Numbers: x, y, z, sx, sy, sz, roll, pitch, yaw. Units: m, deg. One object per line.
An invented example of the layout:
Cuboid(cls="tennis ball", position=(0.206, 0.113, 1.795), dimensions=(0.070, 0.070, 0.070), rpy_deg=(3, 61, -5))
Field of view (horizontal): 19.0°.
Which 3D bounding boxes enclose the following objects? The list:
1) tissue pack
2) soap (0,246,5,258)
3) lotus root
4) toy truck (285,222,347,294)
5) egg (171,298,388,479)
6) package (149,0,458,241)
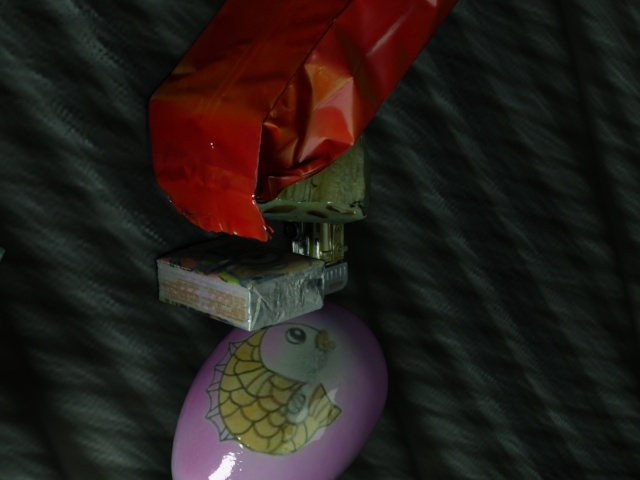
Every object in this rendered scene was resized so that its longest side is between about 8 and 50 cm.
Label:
Cuboid(cls="tissue pack", position=(-0.083, 0.041, 1.982), dimensions=(0.108, 0.148, 0.060), rpy_deg=(-16, 112, -42))
Cuboid(cls="soap", position=(-0.421, -0.005, 1.602), dimensions=(0.289, 0.172, 0.095), rpy_deg=(28, 80, -46))
Cuboid(cls="lotus root", position=(-0.006, -0.084, 2.058), dimensions=(0.070, 0.143, 0.144), rpy_deg=(70, 33, -65))
Cuboid(cls="toy truck", position=(0.000, 0.000, 2.119), dimensions=(0.052, 0.062, 0.123), rpy_deg=(-16, 111, -43))
Cuboid(cls="egg", position=(-0.044, 0.185, 2.027), dimensions=(0.196, 0.196, 0.271), rpy_deg=(40, 71, -44))
Cuboid(cls="package", position=(-0.014, -0.194, 1.961), dimensions=(0.424, 0.196, 0.123), rpy_deg=(-54, 128, -21))
